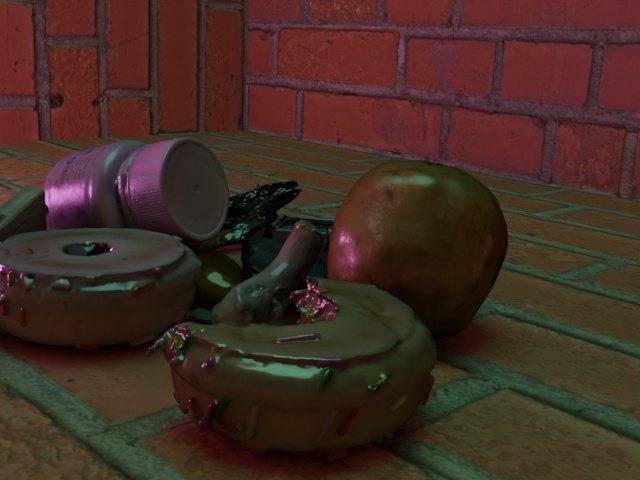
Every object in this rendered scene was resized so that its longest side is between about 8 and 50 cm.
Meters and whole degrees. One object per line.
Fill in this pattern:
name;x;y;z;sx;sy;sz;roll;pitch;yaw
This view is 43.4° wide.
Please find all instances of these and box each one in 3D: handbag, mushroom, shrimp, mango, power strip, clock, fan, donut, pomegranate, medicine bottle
handbag;-0.064;0.059;1.587;0.192;0.074;0.332;21;7;-9
mushroom;-0.086;0.073;1.373;0.099;0.096;0.278;7;44;46
shrimp;-0.196;-0.050;1.854;0.445;0.085;0.272;-29;20;-36
mango;-0.200;0.078;1.526;0.115;0.090;0.178;8;20;-19
power strip;-0.593;0.027;1.417;0.043;0.106;0.367;15;34;8
clock;0.000;0.000;1.881;0.253;0.083;0.186;5;14;10
fan;-0.145;0.146;1.402;0.193;0.016;0.038;9;24;27
donut;-0.392;0.076;1.374;0.383;0.142;0.382;2;13;-1
pomegranate;0.159;0.013;1.396;0.333;0.332;0.332;2;14;-1
donut;-0.005;0.165;1.071;0.307;0.150;0.371;13;17;34
medicine bottle;-0.377;-0.082;1.652;0.325;0.256;0.256;-9;6;32

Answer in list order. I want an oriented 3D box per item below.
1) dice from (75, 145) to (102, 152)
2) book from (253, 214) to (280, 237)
dice;-0.556;-0.151;2.168;0.193;0.191;0.194;7;16;19
book;-0.252;-0.053;2.154;0.239;0.035;0.352;-10;19;-37
